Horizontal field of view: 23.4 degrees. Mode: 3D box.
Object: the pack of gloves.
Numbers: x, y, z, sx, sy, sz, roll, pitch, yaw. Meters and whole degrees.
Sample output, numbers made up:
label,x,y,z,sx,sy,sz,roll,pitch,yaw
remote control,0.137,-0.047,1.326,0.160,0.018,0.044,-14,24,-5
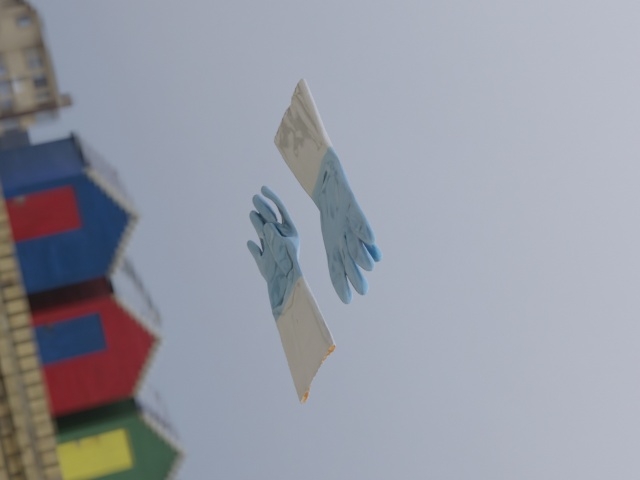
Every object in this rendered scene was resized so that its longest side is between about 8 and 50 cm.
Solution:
label,x,y,z,sx,sy,sz,roll,pitch,yaw
pack of gloves,0.000,0.000,1.427,0.232,0.046,0.195,-112,-146,-40
